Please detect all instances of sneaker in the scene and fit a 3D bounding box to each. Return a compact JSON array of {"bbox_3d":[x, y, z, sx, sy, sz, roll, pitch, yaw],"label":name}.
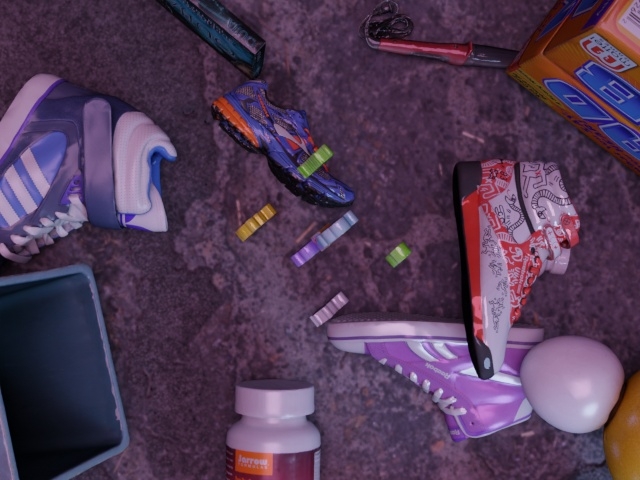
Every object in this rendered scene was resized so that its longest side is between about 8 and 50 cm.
[{"bbox_3d":[-0.036,-0.126,1.283,0.221,0.083,0.087,42,80,-4],"label":"sneaker"},{"bbox_3d":[0.142,0.176,1.270,0.282,0.102,0.161,6,93,0],"label":"sneaker"},{"bbox_3d":[-0.319,-0.033,1.256,0.236,0.130,0.322,27,85,5],"label":"sneaker"},{"bbox_3d":[0.243,0.029,1.199,0.145,0.090,0.270,-3,77,1],"label":"sneaker"}]

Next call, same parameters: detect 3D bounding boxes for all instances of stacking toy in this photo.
[{"bbox_3d":[0.458,0.255,1.172,0.480,0.350,0.350,23,90,10],"label":"stacking toy"},{"bbox_3d":[0.000,0.000,1.228,0.167,0.221,0.052,49,52,0],"label":"stacking toy"}]

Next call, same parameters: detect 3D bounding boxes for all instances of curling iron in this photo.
[{"bbox_3d":[0.185,-0.258,1.301,0.274,0.035,0.068,13,90,1],"label":"curling iron"}]

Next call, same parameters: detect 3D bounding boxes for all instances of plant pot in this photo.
[{"bbox_3d":[-0.422,0.182,1.210,0.252,0.248,0.247,-13,90,18],"label":"plant pot"}]

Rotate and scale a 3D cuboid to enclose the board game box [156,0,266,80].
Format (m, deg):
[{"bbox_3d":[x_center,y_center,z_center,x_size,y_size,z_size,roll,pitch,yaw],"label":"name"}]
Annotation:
[{"bbox_3d":[-0.148,-0.284,1.258,0.186,0.126,0.026,40,82,1],"label":"board game box"}]

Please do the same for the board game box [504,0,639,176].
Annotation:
[{"bbox_3d":[0.492,-0.246,1.126,0.356,0.356,0.356,37,90,-4],"label":"board game box"}]

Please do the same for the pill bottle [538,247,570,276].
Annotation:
[{"bbox_3d":[0.257,0.011,1.284,0.120,0.067,0.067,9,90,1],"label":"pill bottle"}]

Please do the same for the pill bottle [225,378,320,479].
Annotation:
[{"bbox_3d":[-0.060,0.292,1.258,0.121,0.121,0.221,1,90,0],"label":"pill bottle"}]
